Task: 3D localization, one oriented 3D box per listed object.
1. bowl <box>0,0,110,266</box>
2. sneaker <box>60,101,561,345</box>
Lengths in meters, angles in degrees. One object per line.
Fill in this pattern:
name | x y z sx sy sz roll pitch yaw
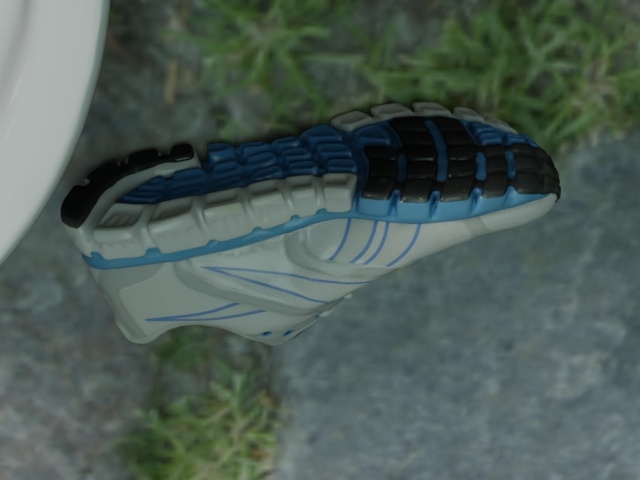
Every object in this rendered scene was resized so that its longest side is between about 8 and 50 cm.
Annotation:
bowl | -0.211 -0.102 0.360 0.298 0.134 0.297 -5 117 -9
sneaker | 0.000 0.000 0.495 0.191 0.071 0.083 -8 124 3
